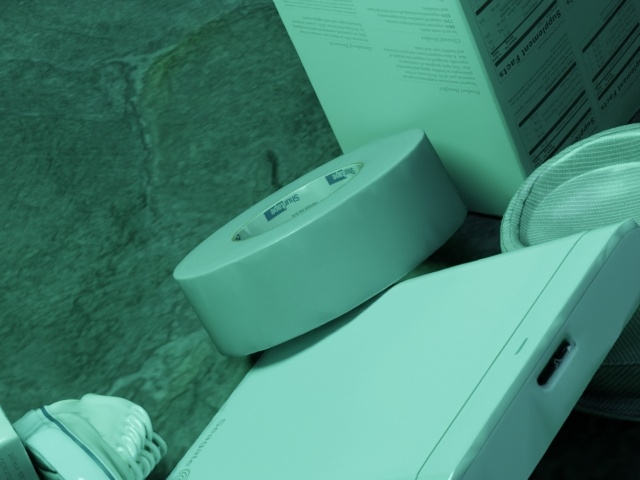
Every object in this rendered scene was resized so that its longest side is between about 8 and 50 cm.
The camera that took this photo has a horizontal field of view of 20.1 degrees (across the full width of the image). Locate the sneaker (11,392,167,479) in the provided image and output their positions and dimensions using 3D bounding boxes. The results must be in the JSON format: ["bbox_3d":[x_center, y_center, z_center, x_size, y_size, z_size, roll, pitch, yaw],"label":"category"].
[{"bbox_3d":[-0.156,0.151,1.276,0.091,0.094,0.258,-27,16,-13],"label":"sneaker"}]

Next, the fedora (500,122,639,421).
[{"bbox_3d":[0.234,0.003,1.234,0.275,0.124,0.244,-1,43,32],"label":"fedora"}]

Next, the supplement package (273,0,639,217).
[{"bbox_3d":[0.113,-0.185,1.434,0.199,0.263,0.198,12,50,42],"label":"supplement package"}]

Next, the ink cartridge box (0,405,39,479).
[{"bbox_3d":[-0.310,0.209,1.255,0.232,0.171,0.168,-27,35,-14],"label":"ink cartridge box"}]

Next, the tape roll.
[{"bbox_3d":[0.000,0.000,1.365,0.219,0.072,0.219,-30,10,6],"label":"tape roll"}]

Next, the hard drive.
[{"bbox_3d":[0.039,0.106,1.181,0.353,0.047,0.233,-19,27,53],"label":"hard drive"}]
